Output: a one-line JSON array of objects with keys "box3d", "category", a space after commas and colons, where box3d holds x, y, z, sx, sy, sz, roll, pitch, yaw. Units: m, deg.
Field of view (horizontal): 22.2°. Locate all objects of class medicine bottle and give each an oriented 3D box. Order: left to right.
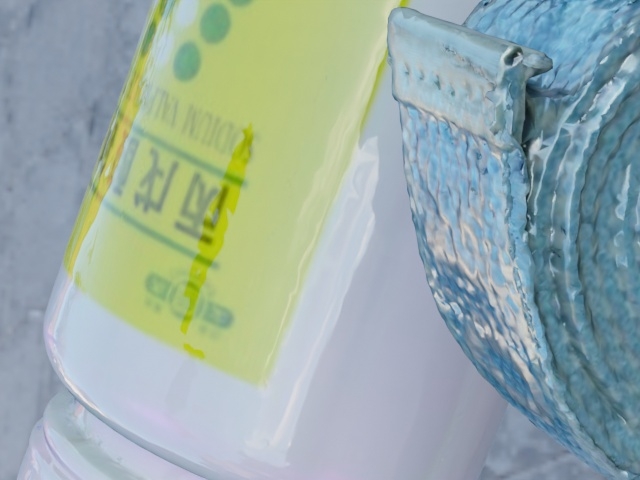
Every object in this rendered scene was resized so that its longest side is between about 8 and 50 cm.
[{"box3d": [0.000, 0.000, 0.730, 0.213, 0.213, 0.379, 36, 108, 58], "category": "medicine bottle"}]

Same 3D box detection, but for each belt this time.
[{"box3d": [0.100, -0.003, 0.437, 0.082, 0.147, 0.163, 31, 139, 56], "category": "belt"}]
